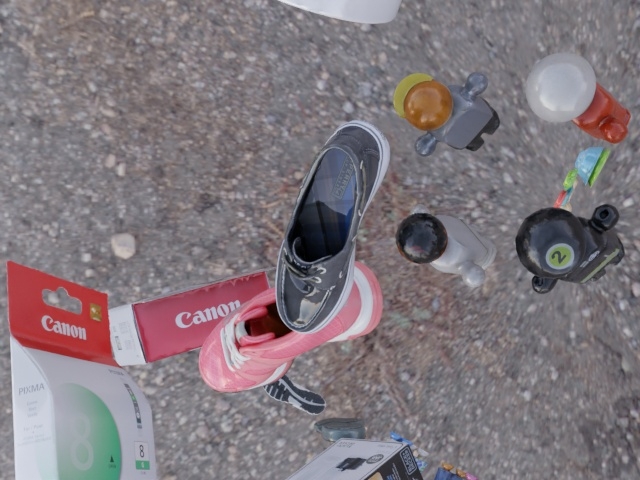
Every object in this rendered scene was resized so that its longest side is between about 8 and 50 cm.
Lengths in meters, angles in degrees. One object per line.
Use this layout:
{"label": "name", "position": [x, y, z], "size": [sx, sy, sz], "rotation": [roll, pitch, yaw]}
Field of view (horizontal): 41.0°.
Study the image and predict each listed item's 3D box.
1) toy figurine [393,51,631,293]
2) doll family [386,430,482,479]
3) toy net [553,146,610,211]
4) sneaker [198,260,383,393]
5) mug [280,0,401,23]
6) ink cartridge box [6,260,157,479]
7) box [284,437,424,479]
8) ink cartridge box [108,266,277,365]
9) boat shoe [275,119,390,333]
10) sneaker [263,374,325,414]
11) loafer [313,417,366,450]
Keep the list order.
{"label": "toy figurine", "position": [0.171, -0.060, 0.793], "size": [0.210, 0.148, 0.213], "rotation": [3, 87, 37]}
{"label": "doll family", "position": [0.192, 0.487, 1.605], "size": [0.263, 0.118, 0.163], "rotation": [25, 77, 18]}
{"label": "toy net", "position": [0.442, -0.065, 1.515], "size": [0.045, 0.232, 0.122], "rotation": [26, 55, 15]}
{"label": "sneaker", "position": [-0.075, 0.108, 1.072], "size": [0.314, 0.136, 0.116], "rotation": [-33, 70, 37]}
{"label": "mug", "position": [0.005, -0.520, 1.235], "size": [0.276, 0.374, 0.328], "rotation": [35, 122, 28]}
{"label": "ink cartridge box", "position": [-0.239, 0.140, 0.872], "size": [0.056, 0.181, 0.224], "rotation": [-13, 71, 16]}
{"label": "box", "position": [-0.004, 0.400, 1.239], "size": [0.169, 0.290, 0.087], "rotation": [-13, 101, 51]}
{"label": "ink cartridge box", "position": [-0.258, 0.159, 1.789], "size": [0.272, 0.309, 0.130], "rotation": [-17, 88, 60]}
{"label": "boat shoe", "position": [0.000, 0.000, 0.787], "size": [0.080, 0.076, 0.228], "rotation": [31, 120, 13]}
{"label": "sneaker", "position": [-0.044, 0.235, 1.307], "size": [0.109, 0.044, 0.040], "rotation": [31, 77, 4]}
{"label": "loafer", "position": [0.036, 0.368, 1.541], "size": [0.096, 0.267, 0.084], "rotation": [-3, 82, 0]}
